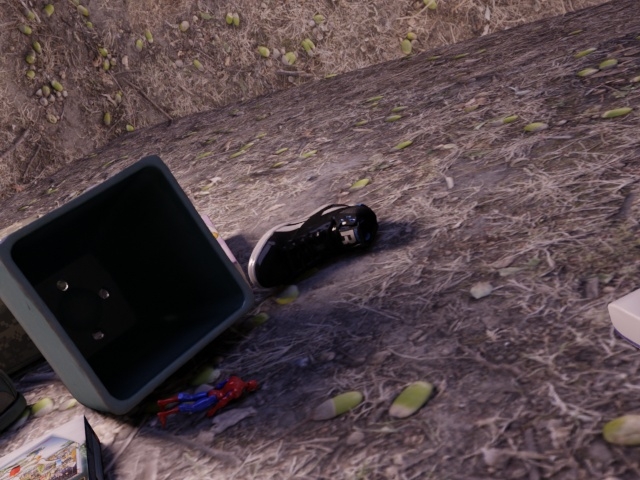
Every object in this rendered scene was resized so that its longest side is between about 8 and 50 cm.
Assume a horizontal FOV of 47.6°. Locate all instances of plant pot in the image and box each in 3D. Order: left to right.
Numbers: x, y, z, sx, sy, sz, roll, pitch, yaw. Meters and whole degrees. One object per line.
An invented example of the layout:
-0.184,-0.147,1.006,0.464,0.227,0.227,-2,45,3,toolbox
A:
-0.294,0.076,0.998,0.248,0.247,0.252,-39,9,-37,plant pot

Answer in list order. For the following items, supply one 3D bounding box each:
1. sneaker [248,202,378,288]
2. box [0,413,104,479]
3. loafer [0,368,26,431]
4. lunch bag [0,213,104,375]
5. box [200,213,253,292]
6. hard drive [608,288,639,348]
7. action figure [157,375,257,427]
0.000,0.000,1.077,0.121,0.079,0.217,-1,28,48,sneaker
-0.346,0.292,0.770,0.233,0.044,0.159,-27,21,-12,box
-0.523,0.268,0.956,0.096,0.084,0.267,-3,28,42,loafer
-0.540,0.088,1.234,0.305,0.213,0.256,-31,22,-22,lunch bag
-0.185,0.028,1.226,0.067,0.063,0.324,-27,21,-8,box
0.439,0.032,0.597,0.318,0.040,0.210,-25,20,-7,hard drive
-0.128,0.183,0.836,0.115,0.030,0.038,-19,26,-3,action figure
